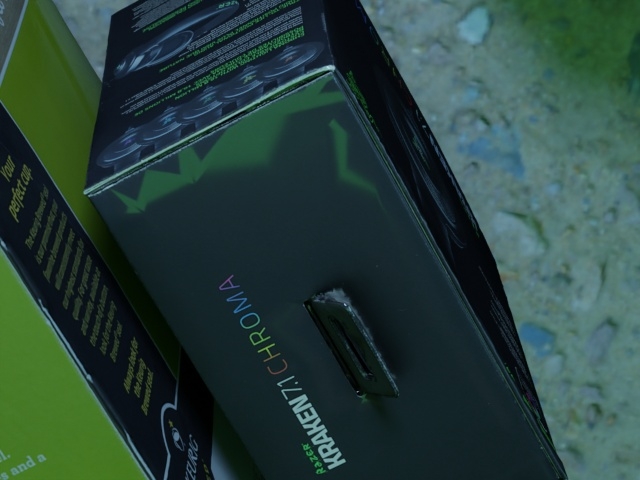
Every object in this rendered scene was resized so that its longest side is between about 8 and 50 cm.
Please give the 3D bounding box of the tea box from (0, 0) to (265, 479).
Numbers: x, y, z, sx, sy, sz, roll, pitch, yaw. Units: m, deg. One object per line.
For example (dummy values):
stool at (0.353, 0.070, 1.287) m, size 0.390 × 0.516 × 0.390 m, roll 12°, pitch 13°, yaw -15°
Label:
tea box at (-0.188, 0.052, 1.000) m, size 0.220 × 0.329 × 0.324 m, roll -25°, pitch 111°, yaw 8°

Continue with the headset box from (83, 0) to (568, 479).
headset box at (0.000, 0.000, 1.013) m, size 0.131 × 0.283 × 0.246 m, roll -27°, pitch 111°, yaw 9°
